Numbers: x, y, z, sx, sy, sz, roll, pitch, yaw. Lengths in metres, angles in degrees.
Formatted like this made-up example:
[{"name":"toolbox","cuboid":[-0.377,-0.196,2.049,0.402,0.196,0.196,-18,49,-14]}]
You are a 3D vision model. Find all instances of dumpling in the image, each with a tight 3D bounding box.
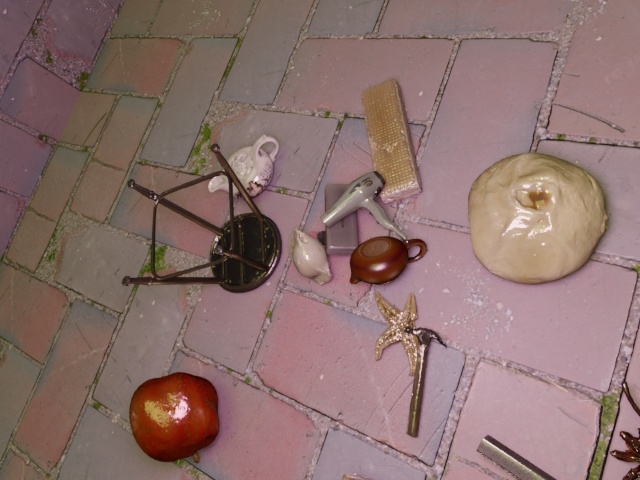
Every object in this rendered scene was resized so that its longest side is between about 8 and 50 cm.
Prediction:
[{"name":"dumpling","cuboid":[-0.045,0.058,1.538,0.155,0.111,0.181,-44,55,49]}]

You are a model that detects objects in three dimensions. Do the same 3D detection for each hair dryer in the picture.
[{"name":"hair dryer","cuboid":[0.118,-0.065,1.435,0.229,0.092,0.266,-24,61,13]}]

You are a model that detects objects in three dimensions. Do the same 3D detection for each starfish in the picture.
[{"name":"starfish","cuboid":[0.217,0.267,1.378,0.138,0.050,0.247,-7,69,26]}]

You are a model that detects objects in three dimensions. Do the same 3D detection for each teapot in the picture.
[{"name":"teapot","cuboid":[-0.270,-0.273,1.763,0.299,0.166,0.208,-47,46,17]},{"name":"teapot","cuboid":[0.201,0.065,1.424,0.252,0.135,0.178,-19,33,1]}]

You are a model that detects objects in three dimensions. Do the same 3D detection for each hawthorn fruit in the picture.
[{"name":"hawthorn fruit","cuboid":[-0.451,0.566,1.501,0.276,0.275,0.299,-31,76,15]}]

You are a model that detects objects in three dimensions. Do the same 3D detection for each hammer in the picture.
[{"name":"hammer","cuboid":[0.272,0.391,1.305,0.125,0.027,0.296,10,80,9]}]

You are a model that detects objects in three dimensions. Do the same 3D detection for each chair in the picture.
[{"name":"chair","cuboid":[-0.358,-0.018,1.563,0.362,0.410,0.364,-17,65,21]}]

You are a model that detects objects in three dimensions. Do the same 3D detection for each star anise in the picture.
[{"name":"star anise","cuboid":[0.739,0.445,1.024,0.177,0.073,0.233,9,93,38]}]

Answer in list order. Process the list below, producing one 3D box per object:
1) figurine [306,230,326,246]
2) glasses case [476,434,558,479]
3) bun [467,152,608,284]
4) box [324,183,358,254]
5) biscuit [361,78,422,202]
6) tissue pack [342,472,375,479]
[{"name":"figurine","cuboid":[0.000,0.000,1.577,0.129,0.054,0.072,1,56,27]},{"name":"glasses case","cuboid":[0.480,0.550,1.130,0.205,0.071,0.047,29,91,31]},{"name":"bun","cuboid":[0.551,-0.074,1.237,0.365,0.202,0.363,-8,71,23]},{"name":"box","cuboid":[0.066,-0.071,1.538,0.104,0.055,0.243,0,62,-3]},{"name":"biscuit","cuboid":[0.229,-0.331,1.564,0.144,0.078,0.425,-17,65,23]},{"name":"tissue pack","cuboid":[0.127,0.748,1.232,0.187,0.090,0.222,5,76,26]}]
